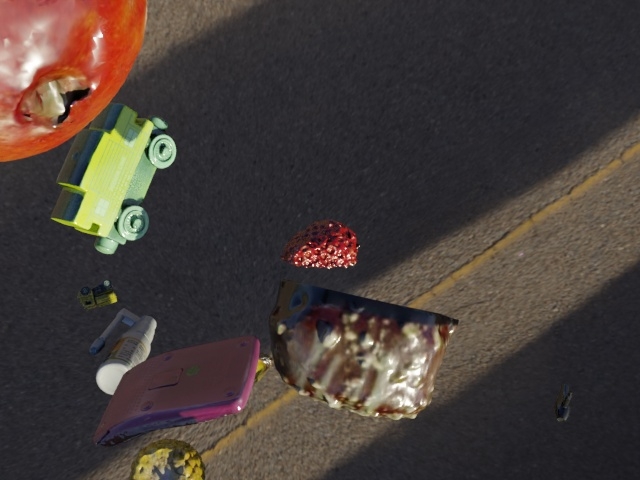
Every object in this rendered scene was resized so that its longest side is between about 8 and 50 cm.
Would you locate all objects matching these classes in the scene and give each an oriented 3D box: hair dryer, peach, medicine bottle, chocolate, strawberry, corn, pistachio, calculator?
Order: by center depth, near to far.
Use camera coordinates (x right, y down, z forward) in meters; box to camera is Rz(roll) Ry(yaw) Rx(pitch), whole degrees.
[{"bbox_3d":[-0.275,-0.177,0.505,0.281,0.238,0.281,2,41,-2],"label":"peach"},{"bbox_3d":[-0.164,0.167,0.751,0.190,0.126,0.034,-17,117,14],"label":"calculator"},{"bbox_3d":[-0.348,0.186,1.144,0.092,0.221,0.061,31,104,-9],"label":"medicine bottle"},{"bbox_3d":[0.067,0.204,1.164,0.340,0.225,0.210,13,88,-1],"label":"chocolate"},{"bbox_3d":[-0.285,0.439,1.207,0.144,0.387,0.144,3,69,-7],"label":"corn"},{"bbox_3d":[0.474,0.300,1.245,0.031,0.083,0.079,15,52,12],"label":"hair dryer"},{"bbox_3d":[-0.191,0.336,1.701,0.173,0.049,0.089,-30,124,25],"label":"pistachio"},{"bbox_3d":[0.000,0.000,1.733,0.190,0.236,0.111,23,111,36],"label":"strawberry"}]

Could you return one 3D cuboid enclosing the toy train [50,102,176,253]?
[{"bbox_3d":[-0.601,-0.192,1.883,0.179,0.272,0.442,11,76,39],"label":"toy train"}]

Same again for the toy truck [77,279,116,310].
[{"bbox_3d":[-0.531,0.131,1.536,0.083,0.049,0.054,-18,80,-17],"label":"toy truck"}]
